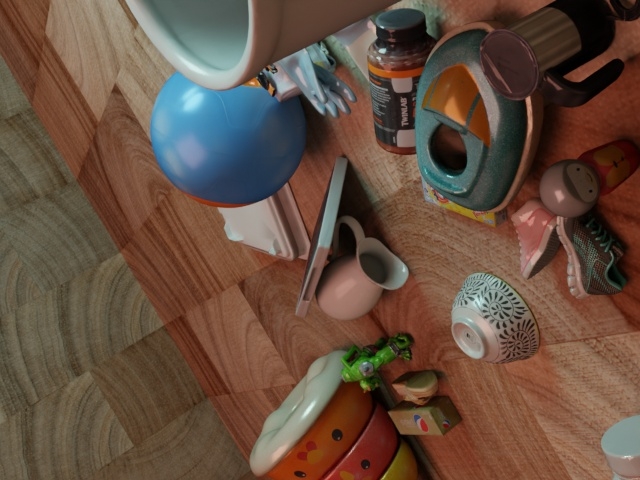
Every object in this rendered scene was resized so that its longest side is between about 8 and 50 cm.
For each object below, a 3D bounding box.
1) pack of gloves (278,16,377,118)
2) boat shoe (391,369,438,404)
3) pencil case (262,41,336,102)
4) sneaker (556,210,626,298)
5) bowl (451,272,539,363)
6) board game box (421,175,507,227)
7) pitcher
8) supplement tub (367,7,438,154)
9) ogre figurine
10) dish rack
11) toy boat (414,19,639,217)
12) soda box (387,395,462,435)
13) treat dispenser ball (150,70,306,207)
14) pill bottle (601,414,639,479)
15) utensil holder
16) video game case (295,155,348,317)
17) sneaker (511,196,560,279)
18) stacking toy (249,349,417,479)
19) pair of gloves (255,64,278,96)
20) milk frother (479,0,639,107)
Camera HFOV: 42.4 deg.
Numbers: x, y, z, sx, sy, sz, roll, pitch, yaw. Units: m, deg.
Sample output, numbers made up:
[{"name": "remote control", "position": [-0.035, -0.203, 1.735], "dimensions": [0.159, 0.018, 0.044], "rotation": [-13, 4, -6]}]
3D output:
[{"name": "pack of gloves", "position": [0.001, -0.294, 1.264], "dimensions": [0.232, 0.046, 0.195], "rotation": [47, 136, -15]}, {"name": "boat shoe", "position": [0.204, 0.305, 1.688], "dimensions": [0.059, 0.063, 0.170], "rotation": [57, 164, -3]}, {"name": "pencil case", "position": [-0.083, -0.371, 1.398], "dimensions": [0.124, 0.113, 0.273], "rotation": [-29, 92, 52]}, {"name": "sneaker", "position": [0.363, 0.004, 1.089], "dimensions": [0.076, 0.065, 0.166], "rotation": [3, 125, 41]}, {"name": "bowl", "position": [0.271, 0.146, 1.367], "dimensions": [0.170, 0.080, 0.170], "rotation": [43, 151, 31]}, {"name": "board game box", "position": [0.216, -0.090, 1.269], "dimensions": [0.154, 0.026, 0.103], "rotation": [27, 140, 48]}, {"name": "pitcher", "position": [0.057, 0.057, 1.611], "dimensions": [0.177, 0.125, 0.207], "rotation": [57, 145, 8]}, {"name": "supplement tub", "position": [0.122, -0.230, 1.193], "dimensions": [0.106, 0.106, 0.198], "rotation": [34, 146, 42]}, {"name": "ogre figurine", "position": [0.107, 0.253, 1.730], "dimensions": [0.197, 0.118, 0.097], "rotation": [2, 120, 61]}, {"name": "dish rack", "position": [-0.166, -0.084, 1.911], "dimensions": [0.333, 0.072, 0.285], "rotation": [16, 133, 56]}, {"name": "toy boat", "position": [0.233, -0.129, 1.042], "dimensions": [0.318, 0.148, 0.267], "rotation": [32, 137, 40]}, {"name": "soda box", "position": [0.216, 0.368, 1.732], "dimensions": [0.061, 0.058, 0.181], "rotation": [59, 154, -2]}, {"name": "treat dispenser ball", "position": [-0.170, -0.204, 1.532], "dimensions": [0.288, 0.288, 0.288], "rotation": [42, 150, 31]}, {"name": "pill bottle", "position": [0.488, 0.368, 1.162], "dimensions": [0.131, 0.131, 0.229], "rotation": [-6, 113, 62]}, {"name": "utensil holder", "position": [-0.020, -0.397, 0.942], "dimensions": [0.327, 0.385, 0.327], "rotation": [42, 151, 31]}, {"name": "video game case", "position": [0.000, 0.000, 1.593], "dimensions": [0.025, 0.204, 0.285], "rotation": [14, 148, -3]}, {"name": "sneaker", "position": [0.303, -0.007, 1.179], "dimensions": [0.070, 0.051, 0.134], "rotation": [46, 148, 28]}, {"name": "stacking toy", "position": [0.110, 0.518, 1.906], "dimensions": [0.480, 0.350, 0.350], "rotation": [39, 154, -2]}, {"name": "pair of gloves", "position": [-0.096, -0.285, 1.366], "dimensions": [0.074, 0.010, 0.083], "rotation": [49, 158, 19]}, {"name": "milk frother", "position": [0.268, -0.233, 0.896], "dimensions": [0.129, 0.135, 0.143], "rotation": [37, 147, 36]}]
